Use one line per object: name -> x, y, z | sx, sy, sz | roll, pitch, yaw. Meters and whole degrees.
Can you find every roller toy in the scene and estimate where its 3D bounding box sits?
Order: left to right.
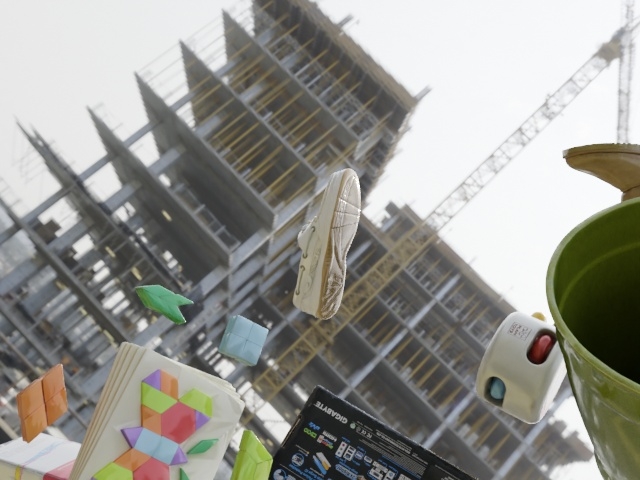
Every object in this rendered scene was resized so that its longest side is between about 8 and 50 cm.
roller toy -> 0.396, 0.242, 1.342 | 0.146, 0.209, 0.191 | 25, 6, 27

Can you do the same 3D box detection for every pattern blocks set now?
pattern blocks set -> -0.169, 0.211, 0.699 | 0.285, 0.325, 0.026 | 21, -20, -33

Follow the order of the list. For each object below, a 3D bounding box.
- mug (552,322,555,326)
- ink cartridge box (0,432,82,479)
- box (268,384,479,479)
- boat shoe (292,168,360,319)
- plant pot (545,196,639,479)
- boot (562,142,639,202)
mug -> 0.563, 0.205, 1.574 | 0.062, 0.078, 0.064 | 0, -6, 23
ink cartridge box -> -0.479, 0.493, 1.248 | 0.306, 0.131, 0.226 | -1, -83, 40
box -> 0.044, 0.404, 0.956 | 0.295, 0.293, 0.073 | 28, -18, 11
boat shoe -> 0.000, 0.000, 1.254 | 0.096, 0.277, 0.098 | 13, 1, 33
plant pot -> 0.486, 0.185, 0.882 | 0.366, 0.366, 0.353 | 29, -34, 43
boot -> 0.565, -0.041, 1.264 | 0.236, 0.270, 0.089 | 2, -3, 2
